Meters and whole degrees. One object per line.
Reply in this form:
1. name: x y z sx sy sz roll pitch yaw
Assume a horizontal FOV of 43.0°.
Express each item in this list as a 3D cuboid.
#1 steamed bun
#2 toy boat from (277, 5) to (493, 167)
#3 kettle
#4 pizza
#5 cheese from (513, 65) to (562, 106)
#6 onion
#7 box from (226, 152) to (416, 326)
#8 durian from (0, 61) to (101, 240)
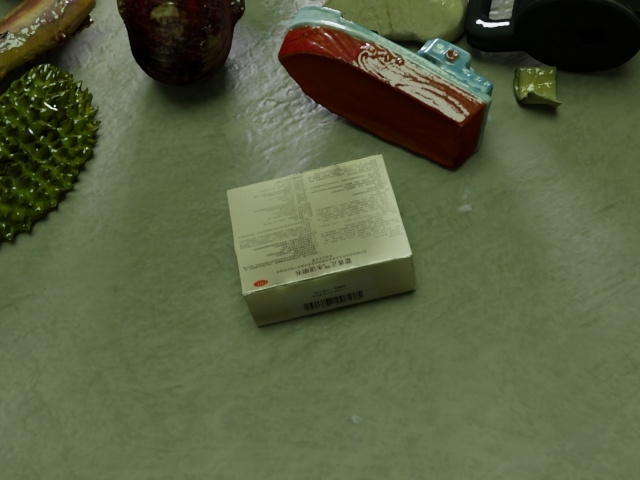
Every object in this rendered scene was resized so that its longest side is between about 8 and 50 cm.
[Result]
1. steamed bun: 0.141 -0.398 1.263 0.212 0.110 0.231 31 68 22
2. toy boat: 0.091 -0.241 1.145 0.332 0.145 0.133 29 66 18
3. kettle: 0.363 -0.422 1.168 0.262 0.203 0.308 15 72 8
4. pizza: -0.495 -0.313 1.311 0.305 0.085 0.161 -35 36 -6
5. cheese: 0.311 -0.211 1.157 0.060 0.041 0.084 0 42 0
6. onion: -0.208 -0.354 1.216 0.190 0.246 0.246 -2 57 -4
7. box: 0.000 0.000 1.036 0.212 0.095 0.168 -13 55 1
8. durian: -0.451 -0.124 1.199 0.169 0.157 0.355 -6 45 49
